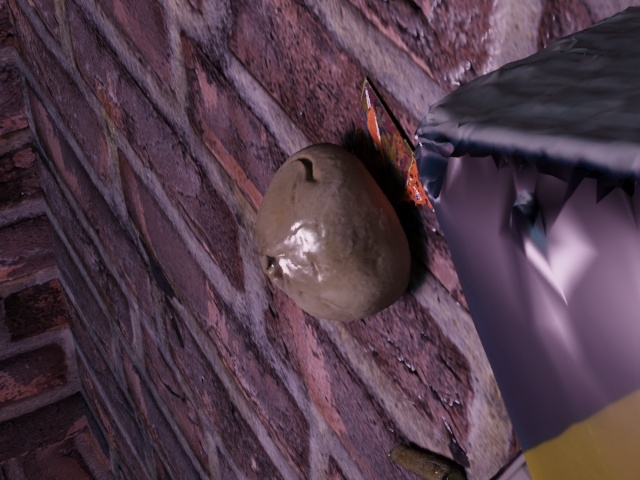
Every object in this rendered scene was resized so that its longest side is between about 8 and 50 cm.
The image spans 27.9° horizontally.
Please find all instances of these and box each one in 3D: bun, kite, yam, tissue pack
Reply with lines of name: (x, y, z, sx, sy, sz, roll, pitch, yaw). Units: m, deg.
bun: (0.000, 0.000, 1.195, 0.166, 0.113, 0.173, 63, 161, -6)
kite: (0.054, -0.087, 1.155, 0.222, 0.008, 0.125, 15, 122, 66)
yam: (0.101, 0.223, 1.282, 0.033, 0.027, 0.129, 36, 171, -25)
tissue pack: (0.236, 0.106, 0.459, 0.416, 0.253, 0.264, 67, 170, -16)

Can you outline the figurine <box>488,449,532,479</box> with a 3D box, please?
figurine: (0.203, 0.311, 0.948, 0.308, 0.143, 0.308, 63, 177, 5)
